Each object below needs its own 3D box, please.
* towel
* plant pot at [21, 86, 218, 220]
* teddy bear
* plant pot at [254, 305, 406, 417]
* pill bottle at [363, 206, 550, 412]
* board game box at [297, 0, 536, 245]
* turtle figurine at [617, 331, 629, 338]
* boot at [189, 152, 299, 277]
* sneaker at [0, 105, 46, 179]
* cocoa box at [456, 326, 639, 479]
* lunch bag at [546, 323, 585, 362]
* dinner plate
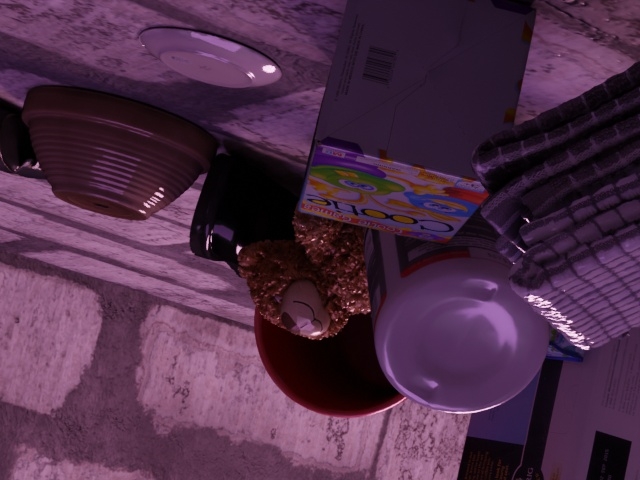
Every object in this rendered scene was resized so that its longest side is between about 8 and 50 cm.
[{"bbox_3d":[0.261,-0.044,1.059,0.283,0.121,0.235,-28,157,14],"label":"towel"},{"bbox_3d":[-0.249,-0.092,1.786,0.237,0.110,0.237,14,169,3],"label":"plant pot"},{"bbox_3d":[0.068,0.026,1.706,0.338,0.113,0.245,-13,148,9],"label":"teddy bear"},{"bbox_3d":[0.076,0.122,2.149,0.275,0.275,0.243,10,177,21],"label":"plant pot"},{"bbox_3d":[0.126,0.029,1.478,0.161,0.161,0.283,16,-154,-9],"label":"pill bottle"},{"bbox_3d":[0.070,-0.098,1.226,0.142,0.144,0.275,14,170,-1],"label":"board game box"},{"bbox_3d":[0.278,-0.006,1.547,0.234,0.118,0.175,30,-162,-50],"label":"turtle figurine"},{"bbox_3d":[0.001,-0.004,1.868,0.260,0.131,0.348,13,174,16],"label":"boot"},{"bbox_3d":[-0.353,-0.120,1.891,0.118,0.083,0.222,7,178,6],"label":"sneaker"},{"bbox_3d":[0.364,0.235,2.063,0.231,0.347,0.228,20,169,-35],"label":"cocoa box"},{"bbox_3d":[0.279,0.082,1.964,0.096,0.129,0.151,27,166,-35],"label":"lunch bag"},{"bbox_3d":[-0.107,-0.170,1.436,0.141,0.017,0.141,15,169,3],"label":"dinner plate"}]
